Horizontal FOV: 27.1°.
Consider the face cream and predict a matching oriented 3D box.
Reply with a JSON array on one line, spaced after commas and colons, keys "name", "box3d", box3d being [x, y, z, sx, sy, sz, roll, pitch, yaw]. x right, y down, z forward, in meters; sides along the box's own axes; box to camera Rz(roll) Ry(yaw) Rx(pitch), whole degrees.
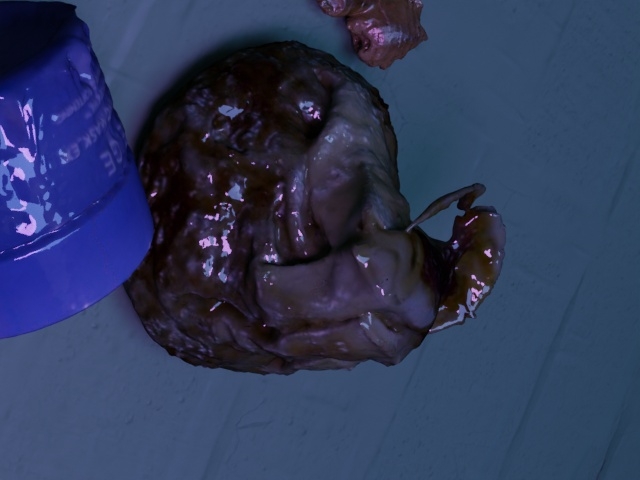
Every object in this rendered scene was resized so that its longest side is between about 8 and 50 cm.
[{"name": "face cream", "box3d": [-0.294, -0.069, 1.175, 0.249, 0.249, 0.225, -38, 129, -30]}]

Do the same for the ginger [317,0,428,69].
[{"name": "ginger", "box3d": [0.055, -0.261, 1.610, 0.165, 0.067, 0.096, 10, 99, -35]}]

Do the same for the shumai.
[{"name": "shumai", "box3d": [0.000, 0.000, 1.454, 0.395, 0.348, 0.395, -20, 122, -36]}]
